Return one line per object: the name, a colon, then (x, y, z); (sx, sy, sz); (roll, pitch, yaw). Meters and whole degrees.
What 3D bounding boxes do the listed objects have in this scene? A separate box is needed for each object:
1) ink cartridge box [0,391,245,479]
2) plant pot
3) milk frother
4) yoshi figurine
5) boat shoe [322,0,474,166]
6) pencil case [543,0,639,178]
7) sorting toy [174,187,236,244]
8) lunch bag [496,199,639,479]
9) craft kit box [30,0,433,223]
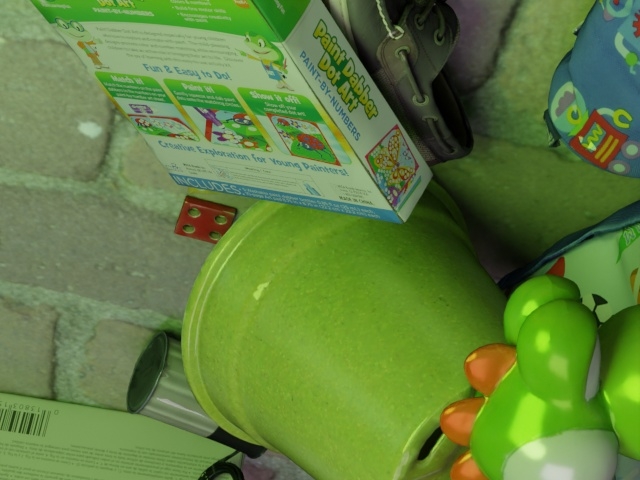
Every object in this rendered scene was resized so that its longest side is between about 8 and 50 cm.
ink cartridge box: (-0.236, 0.284, 1.646); (0.296, 0.261, 0.066); (9, 138, -1)
plant pot: (0.068, 0.112, 1.320); (0.276, 0.254, 0.276); (-16, 125, -24)
milk frother: (-0.122, 0.182, 1.602); (0.134, 0.143, 0.129); (23, 144, -20)
yoshi figurine: (0.208, 0.185, 1.173); (0.203, 0.203, 0.362); (25, 132, 40)
boat shoe: (0.056, -0.153, 1.228); (0.092, 0.103, 0.285); (-8, 140, 9)
pencil case: (0.254, -0.174, 1.155); (0.119, 0.133, 0.306); (-26, 153, -31)
sorting toy: (0.000, 0.000, 1.447); (0.274, 0.046, 0.132); (17, 138, -10)
lunch bag: (0.331, 0.143, 1.342); (0.385, 0.239, 0.328); (57, 148, 1)
craft kit box: (-0.073, -0.122, 1.233); (0.249, 0.061, 0.247); (11, 151, 41)
